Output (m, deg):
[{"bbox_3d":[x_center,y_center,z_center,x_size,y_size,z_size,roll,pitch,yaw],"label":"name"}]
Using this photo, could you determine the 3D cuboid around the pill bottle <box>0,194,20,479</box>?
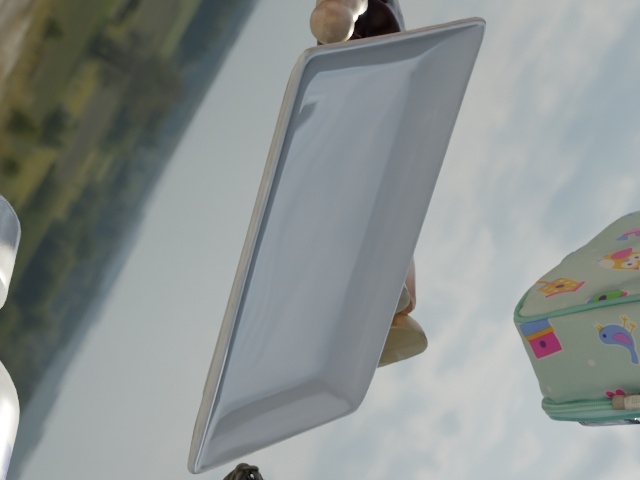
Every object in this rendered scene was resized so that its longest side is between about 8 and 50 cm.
[{"bbox_3d":[-0.199,0.102,0.677,0.152,0.152,0.272,131,-26,-62],"label":"pill bottle"}]

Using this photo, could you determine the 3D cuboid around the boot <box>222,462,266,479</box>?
[{"bbox_3d":[-0.023,0.277,1.472,0.263,0.091,0.229,-44,-124,28],"label":"boot"}]

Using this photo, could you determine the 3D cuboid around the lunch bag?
[{"bbox_3d":[0.288,0.044,1.345,0.224,0.108,0.279,-8,-165,37],"label":"lunch bag"}]

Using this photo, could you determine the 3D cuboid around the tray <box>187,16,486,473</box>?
[{"bbox_3d":[0.000,0.000,1.012,0.145,0.030,0.270,-17,133,-45],"label":"tray"}]

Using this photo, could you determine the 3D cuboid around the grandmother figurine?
[{"bbox_3d":[0.025,-0.100,1.215,0.208,0.104,0.342,81,10,-59],"label":"grandmother figurine"}]
